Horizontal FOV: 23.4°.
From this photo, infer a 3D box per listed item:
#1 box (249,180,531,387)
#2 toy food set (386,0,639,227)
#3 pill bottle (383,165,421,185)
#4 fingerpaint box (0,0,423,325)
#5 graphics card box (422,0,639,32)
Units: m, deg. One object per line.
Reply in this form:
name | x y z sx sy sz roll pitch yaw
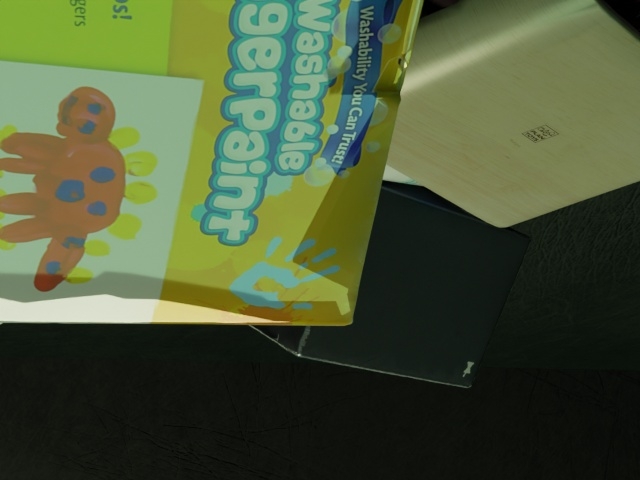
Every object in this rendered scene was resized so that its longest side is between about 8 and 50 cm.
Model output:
box | 0.000 0.000 1.557 0.294 0.182 0.296 27 -173 38
toy food set | 0.151 -0.115 1.081 0.220 0.092 0.306 -20 151 34
pill bottle | 0.159 -0.113 1.417 0.264 0.146 0.146 7 164 -32
fingerpaint box | -0.137 -0.163 0.773 0.371 0.163 0.444 1 134 -10
graphics card box | 0.234 -0.204 1.050 0.371 0.094 0.233 6 168 8
